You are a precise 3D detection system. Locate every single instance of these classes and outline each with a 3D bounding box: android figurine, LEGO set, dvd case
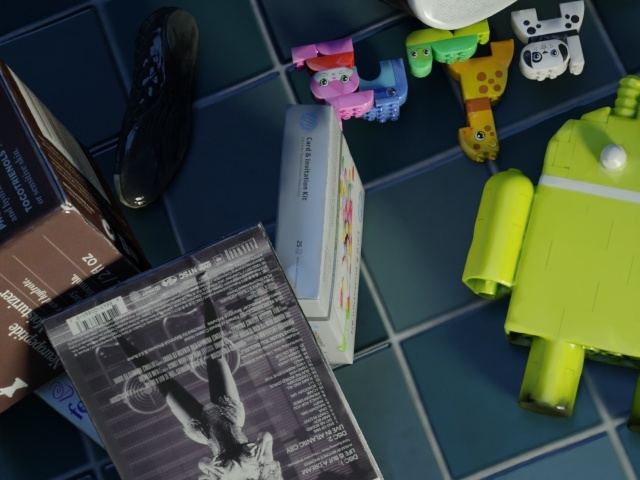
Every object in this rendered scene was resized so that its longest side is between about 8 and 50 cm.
[{"bbox_3d":[0.238,0.008,1.453,0.248,0.056,0.273,13,76,14],"label":"android figurine"},{"bbox_3d":[0.099,-0.110,1.502,0.227,0.087,0.093,-10,73,0],"label":"LEGO set"},{"bbox_3d":[-0.069,0.117,1.328,0.164,0.018,0.221,-24,103,5],"label":"dvd case"}]

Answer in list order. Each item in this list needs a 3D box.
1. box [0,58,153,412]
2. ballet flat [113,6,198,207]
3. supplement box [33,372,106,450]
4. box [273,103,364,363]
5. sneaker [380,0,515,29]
[{"bbox_3d":[-0.251,0.007,1.362,0.203,0.168,0.167,-34,58,4],"label":"box"},{"bbox_3d":[-0.134,-0.107,1.566,0.057,0.049,0.173,21,72,-30],"label":"ballet flat"},{"bbox_3d":[-0.127,0.114,1.450,0.220,0.114,0.111,35,82,20],"label":"supplement box"},{"bbox_3d":[0.000,0.000,1.424,0.038,0.186,0.145,2,72,8],"label":"box"},{"bbox_3d":[0.159,-0.251,1.524,0.295,0.105,0.147,-22,27,-24],"label":"sneaker"}]
